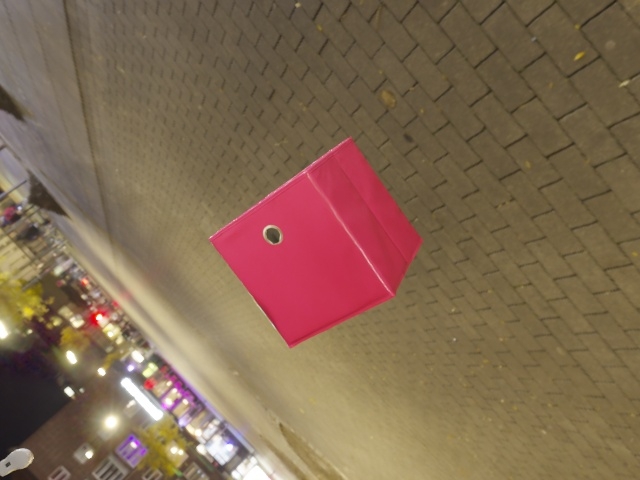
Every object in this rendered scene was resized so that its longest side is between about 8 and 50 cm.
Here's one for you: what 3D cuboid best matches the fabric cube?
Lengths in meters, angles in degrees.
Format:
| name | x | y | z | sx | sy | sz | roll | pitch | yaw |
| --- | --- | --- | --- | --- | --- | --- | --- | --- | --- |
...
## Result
| name | x | y | z | sx | sy | sz | roll | pitch | yaw |
| --- | --- | --- | --- | --- | --- | --- | --- | --- | --- |
| fabric cube | 0.000 | 0.000 | 1.063 | 0.254 | 0.259 | 0.258 | -31 | 99 | 29 |

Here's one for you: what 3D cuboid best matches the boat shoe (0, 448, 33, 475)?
| name | x | y | z | sx | sy | sz | roll | pitch | yaw |
| --- | --- | --- | --- | --- | --- | --- | --- | --- | --- |
| boat shoe | -0.552 | 0.403 | 1.026 | 0.100 | 0.035 | 0.035 | -34 | 81 | 26 |
